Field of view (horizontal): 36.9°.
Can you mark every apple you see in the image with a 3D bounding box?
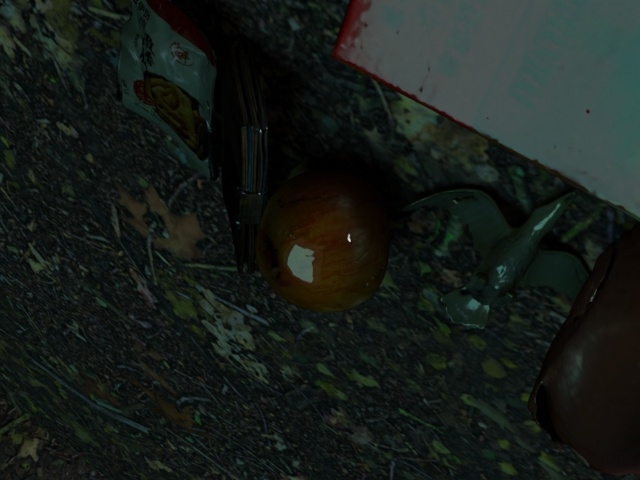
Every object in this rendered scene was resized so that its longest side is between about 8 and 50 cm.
[{"bbox_3d":[0.000,0.000,0.933,0.146,0.146,0.146,26,145,20],"label":"apple"}]

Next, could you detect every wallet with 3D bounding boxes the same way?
[{"bbox_3d":[-0.079,-0.078,0.961,0.042,0.124,0.230,-4,143,-11],"label":"wallet"}]

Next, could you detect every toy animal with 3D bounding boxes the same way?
[{"bbox_3d":[0.173,0.019,0.834,0.219,0.095,0.155,37,152,2],"label":"toy animal"}]

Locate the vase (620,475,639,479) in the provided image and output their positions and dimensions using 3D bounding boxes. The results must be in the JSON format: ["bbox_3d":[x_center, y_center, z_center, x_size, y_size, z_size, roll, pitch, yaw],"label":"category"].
[{"bbox_3d":[0.387,0.254,0.788,0.250,0.250,0.445,33,142,11],"label":"vase"}]

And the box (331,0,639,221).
[{"bbox_3d":[0.181,-0.139,0.598,0.313,0.089,0.197,31,127,14],"label":"box"}]

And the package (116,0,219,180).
[{"bbox_3d":[-0.157,-0.167,0.985,0.154,0.030,0.239,42,153,14],"label":"package"}]

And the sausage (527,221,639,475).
[{"bbox_3d":[0.266,0.082,0.752,0.152,0.152,0.279,32,136,12],"label":"sausage"}]
